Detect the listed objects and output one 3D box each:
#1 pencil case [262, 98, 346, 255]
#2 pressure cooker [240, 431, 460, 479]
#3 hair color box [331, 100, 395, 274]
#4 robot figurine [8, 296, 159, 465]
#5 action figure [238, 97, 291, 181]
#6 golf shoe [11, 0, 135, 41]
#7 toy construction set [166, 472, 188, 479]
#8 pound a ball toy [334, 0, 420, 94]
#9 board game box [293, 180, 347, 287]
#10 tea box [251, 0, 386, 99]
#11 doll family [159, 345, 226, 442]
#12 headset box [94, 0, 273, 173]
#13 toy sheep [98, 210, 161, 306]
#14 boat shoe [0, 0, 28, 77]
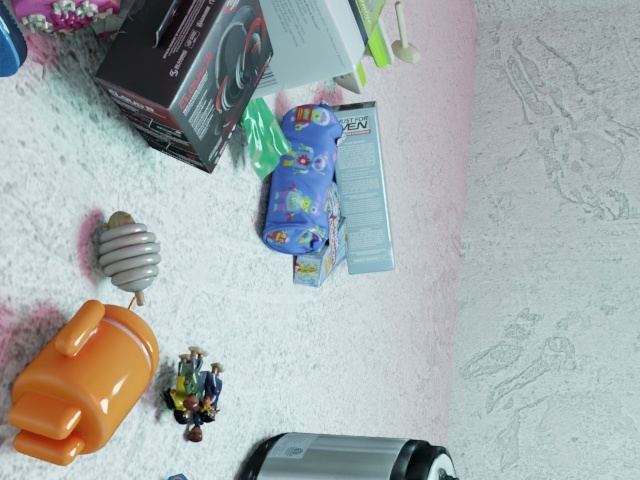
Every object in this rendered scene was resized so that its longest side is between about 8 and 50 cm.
[{"bbox_3d":[-0.029,-0.122,1.612,0.119,0.133,0.306,89,9,-65],"label":"pencil case"},{"bbox_3d":[0.089,0.530,1.443,0.375,0.420,0.369,64,31,-47],"label":"pressure cooker"},{"bbox_3d":[0.098,-0.127,1.909,0.185,0.114,0.374,-74,158,-75],"label":"hair color box"},{"bbox_3d":[-0.272,0.162,0.964,0.158,0.128,0.219,55,33,-18],"label":"robot figurine"},{"bbox_3d":[-0.133,-0.235,1.452,0.232,0.063,0.137,67,30,-29],"label":"action figure"},{"bbox_3d":[-0.292,-0.326,1.014,0.306,0.115,0.140,-42,118,-73],"label":"golf shoe"},{"bbox_3d":[-0.141,0.481,1.107,0.257,0.237,0.308,-17,104,-68],"label":"toy construction set"},{"bbox_3d":[0.091,-0.501,1.910,0.208,0.136,0.319,-45,140,-14],"label":"pound a ball toy"},{"bbox_3d":[0.000,0.000,1.734,0.194,0.060,0.194,-60,153,-50],"label":"board game box"},{"bbox_3d":[-0.060,-0.474,1.387,0.329,0.220,0.323,63,31,-30],"label":"tea box"},{"bbox_3d":[-0.188,0.240,1.244,0.193,0.076,0.111,55,34,-59],"label":"doll family"},{"bbox_3d":[-0.171,-0.242,1.088,0.293,0.110,0.218,75,40,-77],"label":"headset box"},{"bbox_3d":[-0.252,0.023,1.089,0.091,0.091,0.132,-7,76,-69],"label":"toy sheep"},{"bbox_3d":[-0.367,-0.278,0.801,0.258,0.109,0.089,65,27,-48],"label":"boat shoe"}]
